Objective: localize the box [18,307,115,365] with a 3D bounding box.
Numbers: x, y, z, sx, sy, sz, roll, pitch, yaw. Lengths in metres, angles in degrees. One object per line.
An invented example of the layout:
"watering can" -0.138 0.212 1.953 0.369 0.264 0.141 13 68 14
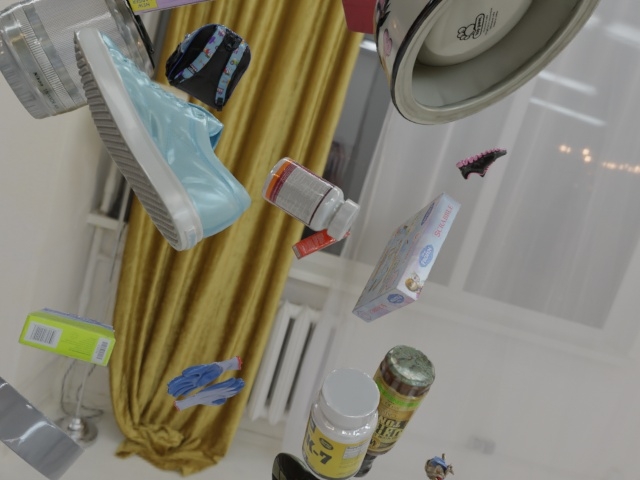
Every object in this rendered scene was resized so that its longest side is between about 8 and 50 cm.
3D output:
"box" -0.343 0.129 0.759 0.109 0.042 0.178 21 -11 -19

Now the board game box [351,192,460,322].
"board game box" 0.235 0.058 1.552 0.066 0.318 0.318 33 -24 -5

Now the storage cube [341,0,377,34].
"storage cube" 0.166 -0.617 1.306 0.193 0.215 0.183 16 -17 19

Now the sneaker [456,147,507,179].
"sneaker" 0.383 -0.179 1.293 0.119 0.057 0.047 -21 -4 23

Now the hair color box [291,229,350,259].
"hair color box" 0.000 0.000 1.438 0.141 0.043 0.072 -26 -1 -14

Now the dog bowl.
"dog bowl" 0.270 -0.392 0.942 0.408 0.408 0.150 3 53 -52

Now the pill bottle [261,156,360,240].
"pill bottle" -0.022 -0.098 1.335 0.221 0.121 0.121 32 13 8

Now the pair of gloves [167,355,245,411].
"pair of gloves" -0.238 0.311 1.166 0.159 0.198 0.023 -16 53 -16

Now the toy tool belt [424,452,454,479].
"toy tool belt" 0.226 0.431 1.039 0.052 0.051 0.083 33 -4 8

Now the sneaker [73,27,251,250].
"sneaker" -0.229 -0.162 0.806 0.150 0.366 0.135 -26 -9 -29

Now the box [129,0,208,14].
"box" -0.256 -0.550 1.008 0.214 0.117 0.243 -11 55 -2

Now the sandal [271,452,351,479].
"sandal" -0.020 0.685 1.538 0.303 0.120 0.086 6 -15 37

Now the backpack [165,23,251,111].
"backpack" -0.251 -0.410 1.251 0.158 0.173 0.117 24 25 -35

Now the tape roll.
"tape roll" -0.542 0.345 1.014 0.219 0.219 0.072 22 55 31

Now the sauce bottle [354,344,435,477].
"sauce bottle" 0.129 0.373 1.153 0.111 0.344 0.111 13 33 -8

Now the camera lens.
"camera lens" -0.494 -0.391 1.113 0.274 0.219 0.219 -27 23 -12

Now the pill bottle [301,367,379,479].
"pill bottle" 0.036 0.328 0.979 0.119 0.208 0.119 6 40 -5
